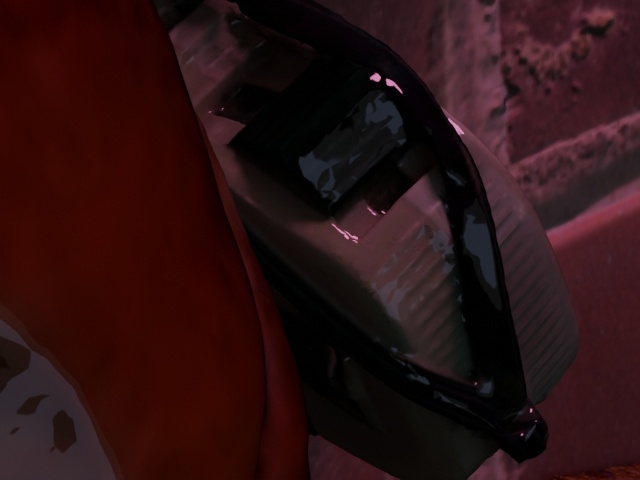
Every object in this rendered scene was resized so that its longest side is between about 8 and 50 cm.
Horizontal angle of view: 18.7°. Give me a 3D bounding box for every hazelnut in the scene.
[{"bbox_3d":[-0.157,0.031,0.601,0.372,0.315,0.372,3,90,-70],"label":"hazelnut"}]

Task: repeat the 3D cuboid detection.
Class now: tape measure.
[{"bbox_3d":[0.000,0.000,0.806,0.115,0.207,0.235,-44,135,-18],"label":"tape measure"}]

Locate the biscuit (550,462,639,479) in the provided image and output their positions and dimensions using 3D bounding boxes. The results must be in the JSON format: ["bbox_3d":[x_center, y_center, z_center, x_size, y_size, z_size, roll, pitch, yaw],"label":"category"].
[{"bbox_3d":[0.208,0.166,1.204,0.199,0.034,0.064,-3,111,-43],"label":"biscuit"}]
